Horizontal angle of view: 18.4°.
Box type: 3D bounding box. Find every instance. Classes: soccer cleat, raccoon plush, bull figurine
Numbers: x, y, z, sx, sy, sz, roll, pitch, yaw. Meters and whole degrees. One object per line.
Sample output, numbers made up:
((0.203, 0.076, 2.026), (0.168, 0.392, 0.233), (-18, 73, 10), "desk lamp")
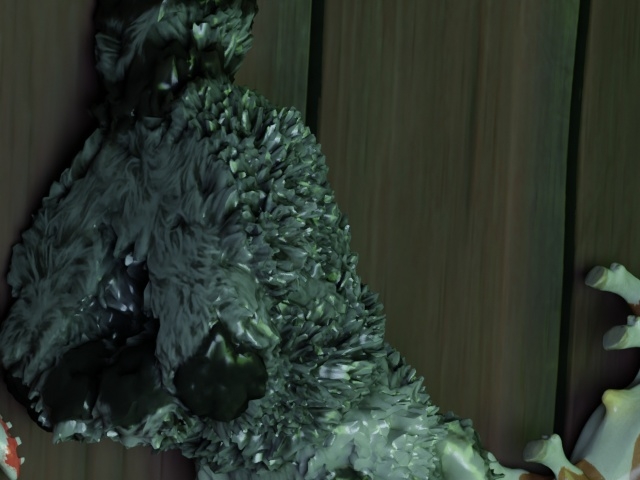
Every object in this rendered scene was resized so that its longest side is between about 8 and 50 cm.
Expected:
((-0.208, 0.111, 1.196), (0.035, 0.029, 0.083), (-27, 106, -22), "soccer cleat")
((0.000, 0.000, 1.242), (0.299, 0.216, 0.446), (24, 79, -43), "raccoon plush")
((0.219, 0.172, 1.465), (0.188, 0.101, 0.310), (43, 69, -28), "bull figurine")
